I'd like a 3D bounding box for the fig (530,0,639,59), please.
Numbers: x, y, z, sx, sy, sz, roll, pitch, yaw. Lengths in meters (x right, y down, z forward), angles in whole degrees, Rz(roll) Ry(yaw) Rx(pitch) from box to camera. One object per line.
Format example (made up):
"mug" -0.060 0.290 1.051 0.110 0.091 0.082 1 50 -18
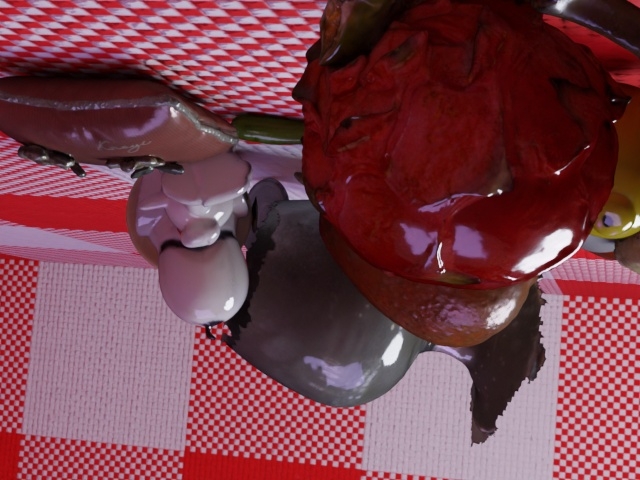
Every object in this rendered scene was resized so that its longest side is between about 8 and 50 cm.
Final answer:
"fig" 0.248 -0.066 0.563 0.321 0.217 0.217 32 177 6

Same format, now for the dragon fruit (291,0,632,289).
"dragon fruit" 0.077 -0.055 0.642 0.209 0.172 0.172 18 168 -33

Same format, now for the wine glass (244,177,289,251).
"wine glass" 0.000 0.000 1.560 0.309 0.096 0.264 8 168 -38

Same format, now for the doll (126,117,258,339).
"doll" -0.119 -0.043 1.171 0.144 0.208 0.271 -13 142 -12

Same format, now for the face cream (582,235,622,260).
"face cream" 0.243 -0.039 1.032 0.096 0.096 0.214 2 174 25

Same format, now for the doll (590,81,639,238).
"doll" 0.206 -0.062 0.797 0.221 0.135 0.143 9 144 16

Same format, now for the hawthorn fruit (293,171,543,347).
"hawthorn fruit" 0.088 -0.009 1.107 0.251 0.199 0.199 21 175 3

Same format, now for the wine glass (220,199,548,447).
"wine glass" 0.067 0.085 1.306 0.323 0.238 0.238 20 172 -7

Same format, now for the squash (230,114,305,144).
"squash" -0.035 -0.096 1.039 0.089 0.027 0.027 3 175 -8

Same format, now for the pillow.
"pillow" -0.171 -0.090 0.954 0.179 0.075 0.171 2 173 15

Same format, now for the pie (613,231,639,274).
"pie" 0.340 -0.025 0.973 0.218 0.052 0.185 -25 179 -9
